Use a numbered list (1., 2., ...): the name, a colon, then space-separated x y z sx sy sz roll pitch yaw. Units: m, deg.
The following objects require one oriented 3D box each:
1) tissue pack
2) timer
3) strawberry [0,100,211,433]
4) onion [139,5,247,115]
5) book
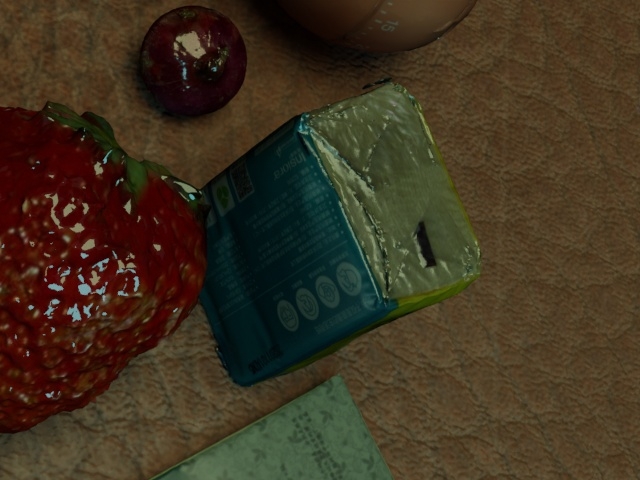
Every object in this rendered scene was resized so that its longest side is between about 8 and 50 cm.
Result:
1. tissue pack: 0.000 0.000 1.390 0.134 0.271 0.192 -21 85 -35
2. timer: 0.056 -0.302 1.545 0.215 0.229 0.230 17 66 -30
3. strawberry: -0.236 0.029 1.288 0.257 0.257 0.277 31 92 -15
4. onion: -0.118 -0.171 1.490 0.107 0.097 0.107 -3 96 -29
5. book: -0.067 0.312 1.386 0.379 0.031 0.264 -27 85 -32
